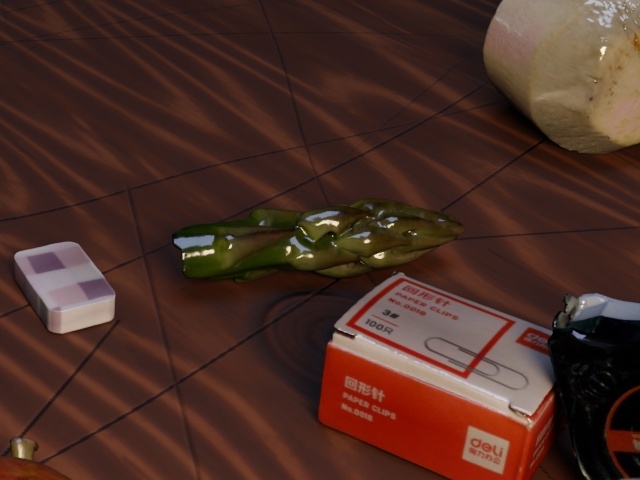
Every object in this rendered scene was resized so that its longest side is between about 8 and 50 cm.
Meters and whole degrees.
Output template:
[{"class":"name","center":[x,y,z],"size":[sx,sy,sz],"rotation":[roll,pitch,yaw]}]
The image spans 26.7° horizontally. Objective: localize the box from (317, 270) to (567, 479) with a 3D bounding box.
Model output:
[{"class":"box","center":[0.104,0.110,1.081],"size":[0.182,0.099,0.133],"rotation":[22,33,23]}]

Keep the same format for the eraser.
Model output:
[{"class":"eraser","center":[-0.229,0.041,1.206],"size":[0.065,0.026,0.105],"rotation":[-11,35,-30]}]

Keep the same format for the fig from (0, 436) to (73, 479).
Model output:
[{"class":"fig","center":[-0.182,0.229,0.807],"size":[0.204,0.186,0.249],"rotation":[28,-9,0]}]

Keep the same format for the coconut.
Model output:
[{"class":"coconut","center":[0.305,-0.220,1.547],"size":[0.241,0.241,0.241],"rotation":[4,32,-3]}]

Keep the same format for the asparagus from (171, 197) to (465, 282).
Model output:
[{"class":"asparagus","center":[0.000,0.000,1.268],"size":[0.287,0.080,0.080],"rotation":[-7,34,-14]}]

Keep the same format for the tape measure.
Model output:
[{"class":"tape measure","center":[0.273,0.130,1.002],"size":[0.182,0.181,0.107],"rotation":[2,25,28]}]
